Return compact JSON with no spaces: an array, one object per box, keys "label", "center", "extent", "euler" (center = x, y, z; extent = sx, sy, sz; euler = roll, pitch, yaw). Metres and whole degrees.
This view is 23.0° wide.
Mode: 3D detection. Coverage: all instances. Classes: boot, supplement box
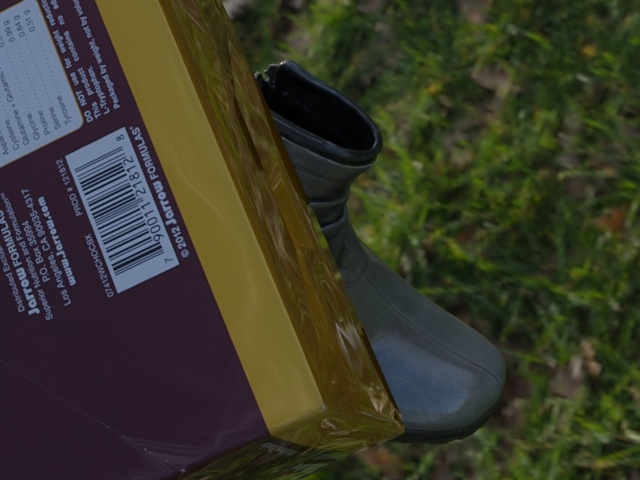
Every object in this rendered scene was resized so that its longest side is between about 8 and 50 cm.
[{"label":"boot","center":[0.000,0.000,0.788],"extent":[0.083,0.246,0.161],"euler":[-60,-3,-39]},{"label":"supplement box","center":[-0.104,0.019,0.562],"extent":[0.194,0.129,0.191],"euler":[-25,76,9]}]
